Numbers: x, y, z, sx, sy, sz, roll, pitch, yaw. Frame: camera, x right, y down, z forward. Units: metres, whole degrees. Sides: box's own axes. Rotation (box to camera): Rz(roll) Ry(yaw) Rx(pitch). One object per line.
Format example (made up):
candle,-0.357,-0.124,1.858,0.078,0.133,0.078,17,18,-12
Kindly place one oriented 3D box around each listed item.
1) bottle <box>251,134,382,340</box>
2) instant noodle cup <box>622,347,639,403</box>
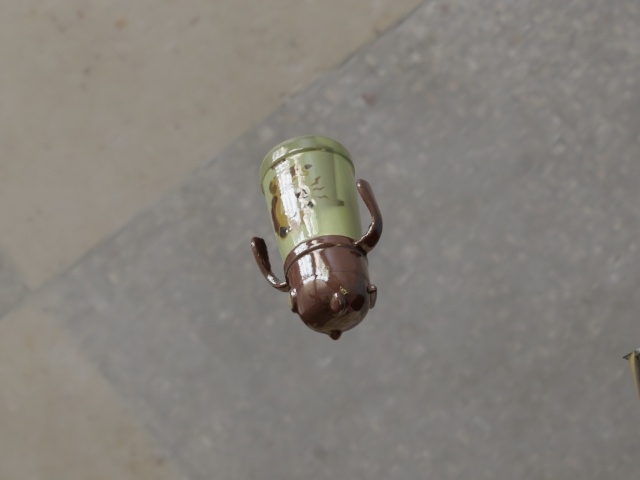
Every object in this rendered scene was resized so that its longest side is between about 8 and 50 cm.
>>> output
bottle,0.001,-0.001,0.903,0.047,0.101,0.063,14,135,-27
instant noodle cup,0.250,0.103,0.852,0.230,0.230,0.182,-34,73,48
